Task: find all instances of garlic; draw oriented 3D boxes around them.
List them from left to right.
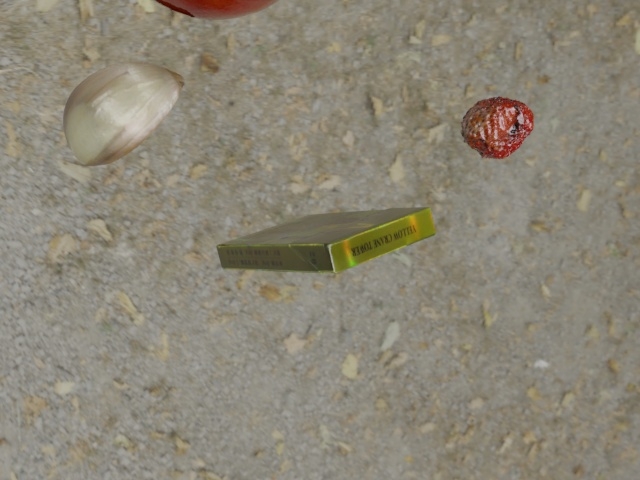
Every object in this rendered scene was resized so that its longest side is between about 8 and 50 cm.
[{"bbox_3d":[-0.286,-0.194,1.291,0.207,0.115,0.128,-36,137,-8],"label":"garlic"}]

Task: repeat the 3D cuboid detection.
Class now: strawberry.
[{"bbox_3d":[0.225,-0.146,1.109,0.083,0.096,0.083,6,82,-43],"label":"strawberry"}]

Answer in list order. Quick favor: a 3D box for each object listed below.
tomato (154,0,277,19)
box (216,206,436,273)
[{"bbox_3d":[-0.125,-0.395,0.988,0.298,0.299,0.226,60,43,-27],"label":"tomato"},{"bbox_3d":[0.000,0.000,0.829,0.121,0.193,0.030,-20,100,-34],"label":"box"}]
